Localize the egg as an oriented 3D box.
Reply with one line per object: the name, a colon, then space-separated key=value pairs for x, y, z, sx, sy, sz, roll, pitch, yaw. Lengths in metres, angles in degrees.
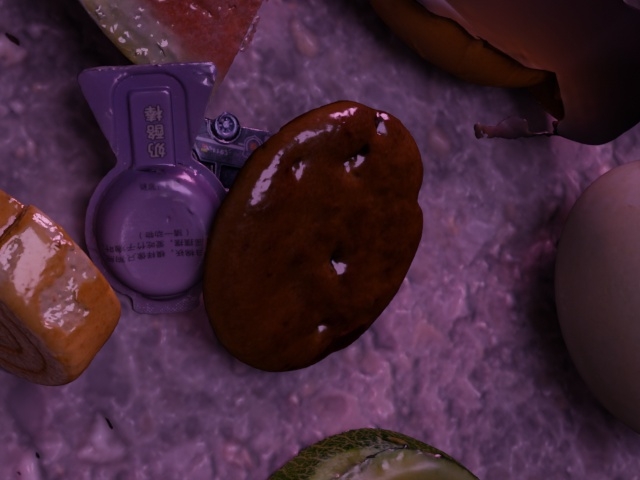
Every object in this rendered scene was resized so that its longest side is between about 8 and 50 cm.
egg: x=0.288 y=0.054 z=1.211 sx=0.187 sy=0.186 sz=0.253 roll=-22 pitch=99 yaw=-31

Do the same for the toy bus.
toy bus: x=-0.046 y=-0.054 z=1.109 sx=0.166 sy=0.047 sz=0.065 roll=10 pitch=83 yaw=-30

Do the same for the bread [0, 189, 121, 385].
bread: x=-0.198 y=0.024 z=0.966 sx=0.149 sy=0.122 sz=0.073 roll=47 pitch=60 yaw=-19

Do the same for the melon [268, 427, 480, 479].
melon: x=0.031 y=0.206 z=1.117 sx=0.209 sy=0.064 sz=0.118 roll=-31 pitch=105 yaw=-27

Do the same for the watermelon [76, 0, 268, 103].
watermelon: x=-0.102 y=-0.252 z=1.014 sx=0.232 sy=0.193 sz=0.310 roll=-38 pitch=104 yaw=-27

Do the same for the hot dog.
hot dog: x=0.126 y=-0.190 z=1.199 sx=0.194 sy=0.107 sz=0.326 roll=-49 pitch=118 yaw=-16

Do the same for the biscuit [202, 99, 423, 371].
biscuit: x=0.000 y=0.000 z=1.085 sx=0.212 sy=0.036 sz=0.212 roll=-24 pitch=126 yaw=-37

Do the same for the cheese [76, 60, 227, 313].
cheese: x=-0.112 y=-0.032 z=1.033 sx=0.105 sy=0.042 sz=0.190 roll=-3 pitch=118 yaw=-7
